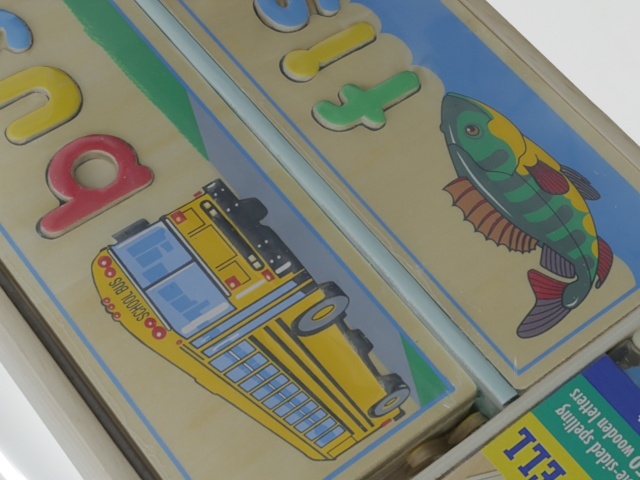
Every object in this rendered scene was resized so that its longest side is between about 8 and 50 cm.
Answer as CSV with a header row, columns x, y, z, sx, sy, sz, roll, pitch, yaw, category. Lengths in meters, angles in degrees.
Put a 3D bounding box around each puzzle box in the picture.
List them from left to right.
x,y,z,sx,sy,sz,roll,pitch,yaw,category
0.000,0.000,0.506,0.409,0.272,0.052,48,155,21,puzzle box
